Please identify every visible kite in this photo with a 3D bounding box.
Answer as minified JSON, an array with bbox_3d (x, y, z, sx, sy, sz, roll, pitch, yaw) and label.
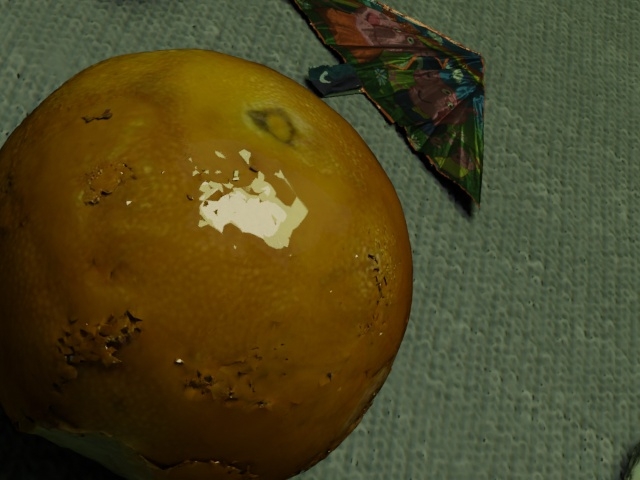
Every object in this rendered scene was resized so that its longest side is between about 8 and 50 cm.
[{"bbox_3d":[0.063,-0.145,1.421,0.234,0.016,0.321,-13,58,-48],"label":"kite"}]

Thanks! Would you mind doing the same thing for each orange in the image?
[{"bbox_3d":[-0.069,0.017,0.940,0.240,0.240,0.240,24,37,-19],"label":"orange"}]

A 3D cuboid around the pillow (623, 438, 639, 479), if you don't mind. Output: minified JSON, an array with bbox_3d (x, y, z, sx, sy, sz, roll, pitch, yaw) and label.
[{"bbox_3d":[0.299,0.209,1.186,0.229,0.051,0.128,34,42,-3],"label":"pillow"}]
